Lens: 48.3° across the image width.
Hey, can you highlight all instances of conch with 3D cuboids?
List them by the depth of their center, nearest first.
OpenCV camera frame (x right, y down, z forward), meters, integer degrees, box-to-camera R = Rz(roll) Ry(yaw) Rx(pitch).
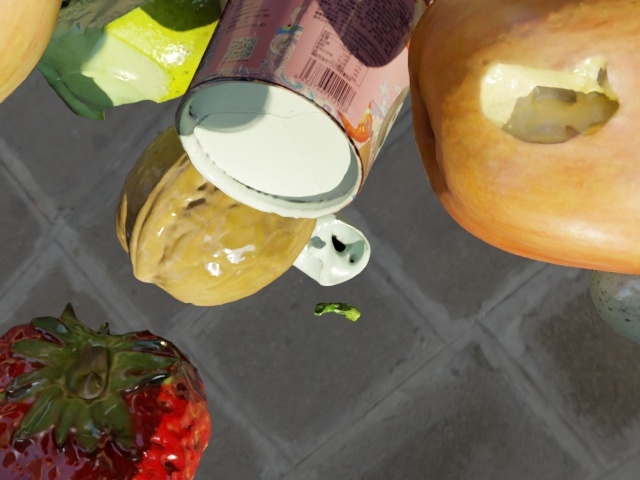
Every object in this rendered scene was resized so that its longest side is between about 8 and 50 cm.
[{"bbox_3d":[0.001,-0.005,1.405,0.185,0.221,0.120,-6,53,36],"label":"conch"}]

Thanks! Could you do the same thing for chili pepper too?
[{"bbox_3d":[0.030,0.122,1.264,0.091,0.030,0.034,11,65,-24],"label":"chili pepper"}]

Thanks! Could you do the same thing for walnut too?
[{"bbox_3d":[-0.169,-0.052,1.150,0.333,0.333,0.332,2,96,16],"label":"walnut"}]

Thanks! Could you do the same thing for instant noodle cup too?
[{"bbox_3d":[-0.013,-0.169,0.738,0.243,0.243,0.231,11,56,15],"label":"instant noodle cup"}]

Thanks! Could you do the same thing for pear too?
[{"bbox_3d":[-0.244,-0.310,1.035,0.282,0.176,0.286,-2,52,26],"label":"pear"}]

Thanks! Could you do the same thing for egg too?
[{"bbox_3d":[0.324,0.038,0.691,0.131,0.164,0.131,-16,67,43],"label":"egg"}]

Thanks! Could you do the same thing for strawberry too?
[{"bbox_3d":[-0.248,0.224,0.757,0.257,0.257,0.276,24,132,13],"label":"strawberry"}]

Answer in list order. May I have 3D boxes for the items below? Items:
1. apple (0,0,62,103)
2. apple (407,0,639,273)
[{"bbox_3d":[-0.357,-0.222,0.446,0.392,0.391,0.346,-7,97,17],"label":"apple"},{"bbox_3d":[0.180,-0.084,0.486,0.241,0.242,0.242,0,95,9],"label":"apple"}]
